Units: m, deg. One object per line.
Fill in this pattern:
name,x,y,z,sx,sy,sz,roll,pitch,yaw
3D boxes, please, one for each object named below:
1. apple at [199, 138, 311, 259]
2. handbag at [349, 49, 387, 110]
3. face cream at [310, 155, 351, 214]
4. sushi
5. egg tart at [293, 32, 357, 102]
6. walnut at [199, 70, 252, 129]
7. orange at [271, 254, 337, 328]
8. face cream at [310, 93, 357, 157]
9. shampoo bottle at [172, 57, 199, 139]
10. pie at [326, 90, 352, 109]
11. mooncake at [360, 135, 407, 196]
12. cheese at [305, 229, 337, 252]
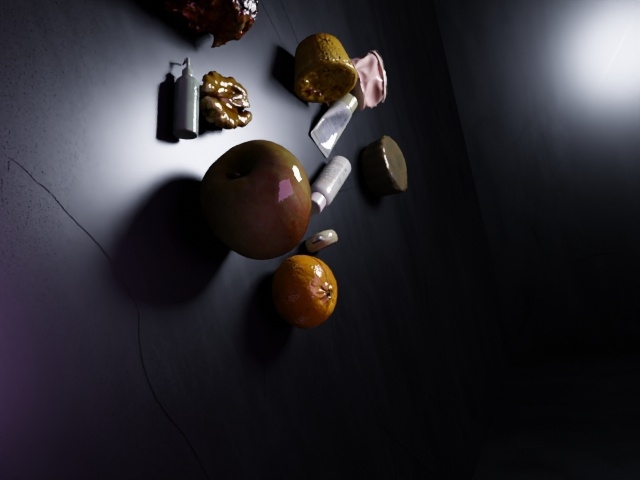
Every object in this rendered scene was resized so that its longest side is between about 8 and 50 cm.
apple,-0.136,-0.087,1.150,0.234,0.257,0.256,53,40,-43
handbag,0.167,-0.587,1.862,0.179,0.117,0.204,151,-79,-81
face cream,0.019,-0.171,1.594,0.081,0.082,0.269,62,36,-26
sushi,-0.272,-0.598,1.142,0.343,0.197,0.181,19,58,-56
egg tart,0.007,-0.542,1.596,0.203,0.203,0.147,25,49,-53
walnut,-0.237,-0.333,1.237,0.170,0.069,0.142,-7,85,-60
orange,-0.038,0.133,1.331,0.193,0.161,0.193,35,50,-55
face cream,0.043,-0.395,1.706,0.224,0.070,0.114,-58,134,-22
shampoo bottle,-0.301,-0.325,1.143,0.056,0.056,0.194,18,67,-56
pie,0.066,-0.479,1.809,0.191,0.033,0.088,-46,131,-45
mooncake,0.243,-0.280,1.953,0.228,0.124,0.228,32,50,-48
cheese,-0.006,0.003,1.493,0.047,0.092,0.171,65,24,4
